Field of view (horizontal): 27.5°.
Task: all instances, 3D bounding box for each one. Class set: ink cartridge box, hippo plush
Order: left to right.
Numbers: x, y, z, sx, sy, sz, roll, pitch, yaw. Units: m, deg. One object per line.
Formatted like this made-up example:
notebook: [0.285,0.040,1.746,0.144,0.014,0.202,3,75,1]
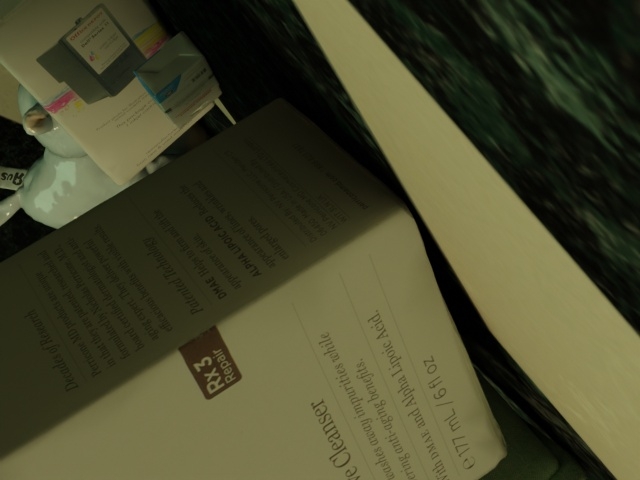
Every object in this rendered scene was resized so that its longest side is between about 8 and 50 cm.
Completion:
ink cartridge box: [-0.227,-0.205,1.004,0.207,0.119,0.353,48,176,22]
hippo plush: [-0.249,-0.132,1.474,0.236,0.294,0.234,91,-171,-47]
ink cartridge box: [-0.106,-0.119,0.987,0.028,0.048,0.083,49,176,13]

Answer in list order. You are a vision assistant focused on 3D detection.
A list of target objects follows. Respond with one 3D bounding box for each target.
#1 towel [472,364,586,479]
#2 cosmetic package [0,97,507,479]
towel: [-0.027,0.166,0.844,0.248,0.325,0.038,46,158,52]
cosmetic package: [-0.115,0.120,0.714,0.156,0.385,0.217,43,164,50]
